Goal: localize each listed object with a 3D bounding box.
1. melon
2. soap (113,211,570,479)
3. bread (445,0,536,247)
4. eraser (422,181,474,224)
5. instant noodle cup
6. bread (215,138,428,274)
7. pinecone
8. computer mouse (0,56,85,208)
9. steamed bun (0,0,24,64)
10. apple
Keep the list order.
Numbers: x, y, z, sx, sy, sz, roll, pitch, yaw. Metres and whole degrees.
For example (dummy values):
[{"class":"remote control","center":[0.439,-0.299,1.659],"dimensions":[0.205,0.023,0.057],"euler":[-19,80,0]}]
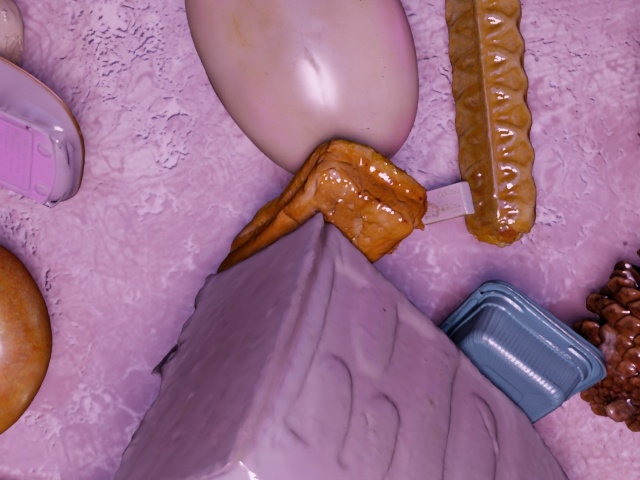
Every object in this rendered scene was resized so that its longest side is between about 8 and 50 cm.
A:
[{"class":"melon","center":[-0.018,-0.217,1.003],"dimensions":[0.223,0.223,0.317],"euler":[-27,86,-2]},{"class":"soap","center":[0.045,0.241,0.883],"dimensions":[0.213,0.350,0.435],"euler":[-35,110,33]},{"class":"bread","center":[0.192,-0.175,1.077],"dimensions":[0.084,0.077,0.367],"euler":[-4,86,-5]},{"class":"eraser","center":[0.133,-0.040,1.069],"dimensions":[0.083,0.019,0.038],"euler":[-15,87,41]},{"class":"instant noodle cup","center":[0.193,0.139,1.008],"dimensions":[0.157,0.179,0.070],"euler":[38,54,3]},{"class":"bread","center":[0.000,0.001,0.981],"dimensions":[0.139,0.271,0.077],"euler":[32,51,-10]},{"class":"pinecone","center":[0.369,0.102,1.013],"dimensions":[0.185,0.168,0.212],"euler":[11,79,41]},{"class":"computer mouse","center":[-0.395,-0.144,1.026],"dimensions":[0.310,0.158,0.072],"euler":[23,48,0]},{"class":"steamed bun","center":[-0.390,-0.237,1.057],"dimensions":[0.112,0.130,0.091],"euler":[30,44,0]},{"class":"apple","center":[-0.402,0.112,1.003],"dimensions":[0.237,0.207,0.237],"euler":[3,81,-19]}]
